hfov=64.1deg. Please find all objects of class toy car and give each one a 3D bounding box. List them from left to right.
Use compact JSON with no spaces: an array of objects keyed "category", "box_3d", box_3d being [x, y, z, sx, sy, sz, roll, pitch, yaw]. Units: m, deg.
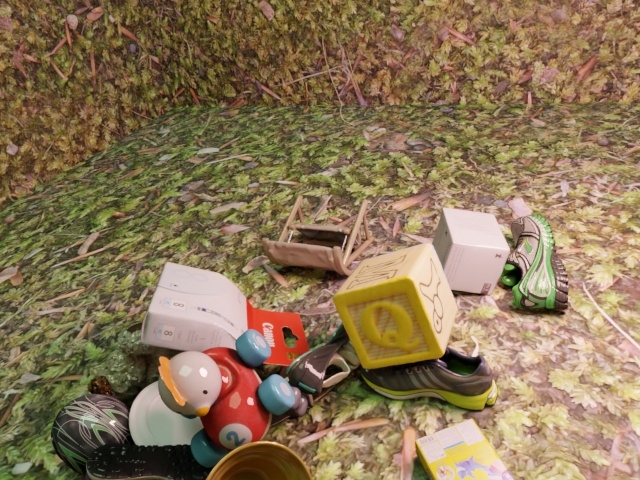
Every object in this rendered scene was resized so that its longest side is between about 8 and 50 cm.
[{"category":"toy car","box_3d":[-0.213,0.285,0.946,0.219,0.238,0.210,-40,59,10]}]

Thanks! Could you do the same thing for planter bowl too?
[{"category":"planter bowl","box_3d":[-0.124,0.471,0.917,0.217,0.217,0.090,-33,2,-30]}]

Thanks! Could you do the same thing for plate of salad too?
[{"category":"plate of salad","box_3d":[-0.318,0.396,1.124,0.199,0.048,0.200,18,41,-17]}]

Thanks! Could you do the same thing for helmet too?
[{"category":"helmet","box_3d":[-0.481,0.412,1.095,0.169,0.162,0.169,-8,33,5]}]

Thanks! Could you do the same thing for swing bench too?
[{"category":"swing bench","box_3d":[0.000,0.000,1.583,0.253,0.165,0.255,8,43,26]}]

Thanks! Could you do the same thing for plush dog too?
[{"category":"plush dog","box_3d":[-0.446,0.313,1.260,0.225,0.211,0.262,-27,3,1]}]

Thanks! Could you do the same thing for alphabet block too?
[{"category":"alphabet block","box_3d":[0.171,0.141,1.128,0.193,0.192,0.197,-19,11,29]}]

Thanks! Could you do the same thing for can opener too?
[{"category":"can opener","box_3d":[-0.154,0.305,1.101,0.283,0.076,0.095,1,52,28]}]

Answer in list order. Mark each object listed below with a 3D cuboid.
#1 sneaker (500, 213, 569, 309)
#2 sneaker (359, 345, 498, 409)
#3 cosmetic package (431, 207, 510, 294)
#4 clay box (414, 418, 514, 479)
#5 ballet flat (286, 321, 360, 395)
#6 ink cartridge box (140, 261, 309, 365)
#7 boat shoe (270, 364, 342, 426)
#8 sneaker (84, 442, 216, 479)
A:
[{"category":"sneaker","box_3d":[0.549,0.044,1.363,0.146,0.134,0.344,-4,34,13]},{"category":"sneaker","box_3d":[0.230,0.277,1.117,0.299,0.121,0.111,1,34,19]},{"category":"cosmetic package","box_3d":[0.398,0.026,1.391,0.151,0.151,0.184,8,33,-1]},{"category":"clay box","box_3d":[0.275,0.440,0.918,0.127,0.053,0.222,-17,34,-9]},{"category":"ballet flat","box_3d":[0.035,0.261,1.143,0.096,0.095,0.280,35,36,19]},{"category":"ink cartridge box","box_3d":[-0.210,0.175,1.238,0.384,0.091,0.308,11,14,-13]},{"category":"boat shoe","box_3d":[-0.041,0.342,1.141,0.223,0.080,0.073,-29,30,-33]},{"category":"sneaker","box_3d":[-0.313,0.481,1.010,0.283,0.124,0.107,11,21,-10]}]
